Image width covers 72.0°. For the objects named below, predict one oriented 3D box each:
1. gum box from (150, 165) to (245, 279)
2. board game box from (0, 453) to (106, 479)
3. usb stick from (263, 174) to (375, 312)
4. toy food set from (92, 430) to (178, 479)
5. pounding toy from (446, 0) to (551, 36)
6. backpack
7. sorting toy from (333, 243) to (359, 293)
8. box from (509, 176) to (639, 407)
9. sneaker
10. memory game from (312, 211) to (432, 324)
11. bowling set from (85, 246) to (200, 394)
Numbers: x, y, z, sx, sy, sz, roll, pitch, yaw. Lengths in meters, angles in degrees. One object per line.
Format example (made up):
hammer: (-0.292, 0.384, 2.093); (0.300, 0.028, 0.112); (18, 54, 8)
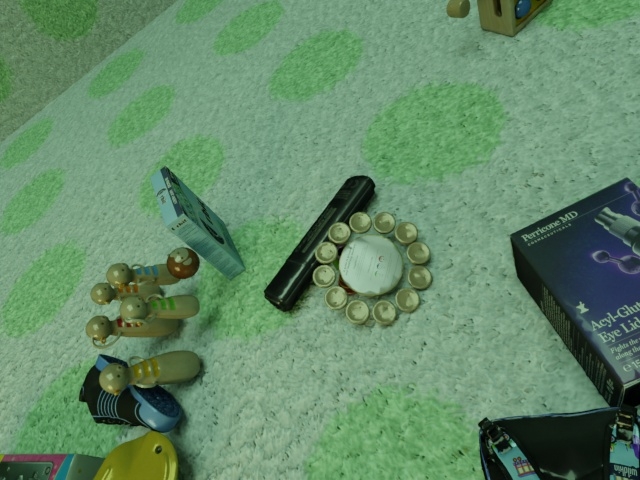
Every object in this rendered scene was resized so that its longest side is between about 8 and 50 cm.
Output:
gum box: (-0.227, -0.030, 0.820); (0.041, 0.184, 0.157); (-36, 48, 1)
board game box: (-0.481, 0.451, 0.675); (0.303, 0.097, 0.224); (-11, 53, 21)
usb stick: (0.000, 0.000, 0.763); (0.278, 0.045, 0.077); (-54, 28, -15)
toy food set: (-0.268, 0.386, 0.617); (0.128, 0.071, 0.218); (12, 59, 25)
pounding toy: (0.344, -0.485, 0.834); (0.206, 0.181, 0.094); (-43, 48, -5)
backpack: (0.237, 0.254, 0.396); (0.158, 0.117, 0.174); (-14, 47, 18)
sorting toy: (0.047, 0.036, 0.716); (0.061, 0.042, 0.102); (-26, 48, 10)
box: (0.338, 0.057, 0.495); (0.153, 0.108, 0.207); (-29, 49, 9)
sneaker: (-0.322, 0.274, 0.732); (0.232, 0.081, 0.091); (16, 76, 39)
memory game: (0.078, 0.039, 0.675); (0.186, 0.012, 0.186); (-3, 68, 7)
bowling set: (-0.304, 0.091, 0.748); (0.287, 0.154, 0.200); (38, 117, 43)
